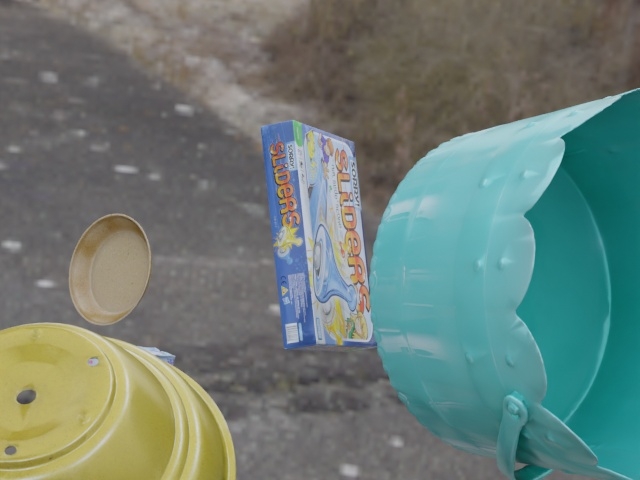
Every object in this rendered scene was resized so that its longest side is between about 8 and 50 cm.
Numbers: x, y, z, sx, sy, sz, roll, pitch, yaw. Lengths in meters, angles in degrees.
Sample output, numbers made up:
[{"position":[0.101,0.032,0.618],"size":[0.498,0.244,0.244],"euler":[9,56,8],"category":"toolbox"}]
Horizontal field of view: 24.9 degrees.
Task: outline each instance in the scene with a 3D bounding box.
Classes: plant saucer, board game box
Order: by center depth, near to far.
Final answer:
[{"position":[-0.151,0.022,1.065],"size":[0.083,0.083,0.015],"euler":[20,2,39],"category":"plant saucer"},{"position":[0.000,0.000,1.324],"size":[0.035,0.201,0.136],"euler":[-10,-9,24],"category":"board game box"}]

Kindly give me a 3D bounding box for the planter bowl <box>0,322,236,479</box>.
[{"position":[-0.160,0.113,0.825],"size":[0.217,0.090,0.217],"euler":[-3,45,3],"category":"planter bowl"}]

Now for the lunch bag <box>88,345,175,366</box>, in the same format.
[{"position":[-0.185,0.134,1.356],"size":[0.083,0.071,0.053],"euler":[11,1,-33],"category":"lunch bag"}]

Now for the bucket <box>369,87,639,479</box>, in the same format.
[{"position":[0.181,0.035,0.979],"size":[0.281,0.281,0.183],"euler":[-3,-2,-35],"category":"bucket"}]
